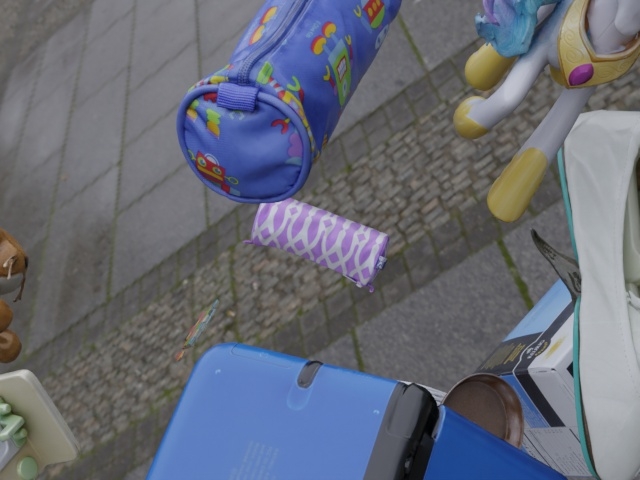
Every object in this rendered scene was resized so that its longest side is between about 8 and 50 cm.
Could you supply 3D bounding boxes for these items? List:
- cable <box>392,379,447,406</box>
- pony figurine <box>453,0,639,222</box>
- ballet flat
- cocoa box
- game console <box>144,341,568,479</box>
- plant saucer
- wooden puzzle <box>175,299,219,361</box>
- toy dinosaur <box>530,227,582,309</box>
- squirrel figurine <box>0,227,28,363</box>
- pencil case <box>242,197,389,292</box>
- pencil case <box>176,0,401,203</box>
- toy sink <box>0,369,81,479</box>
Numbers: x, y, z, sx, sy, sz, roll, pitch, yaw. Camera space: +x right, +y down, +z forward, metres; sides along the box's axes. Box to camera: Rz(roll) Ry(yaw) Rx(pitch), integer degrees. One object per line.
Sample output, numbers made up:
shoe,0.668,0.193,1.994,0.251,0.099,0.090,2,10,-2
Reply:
cable,0.252,0.423,2.245,0.257,0.257,0.089,-3,68,53
pony figurine,0.256,-0.222,0.740,0.351,0.302,0.363,-61,3,-26
ballet flat,0.322,0.047,0.894,0.139,0.139,0.400,-13,70,40
cocoa box,0.474,0.203,1.497,0.347,0.231,0.228,-40,7,-28
game console,0.006,0.247,0.578,0.250,0.173,0.293,9,65,27
plant saucer,0.226,0.277,1.289,0.168,0.168,0.029,-58,23,-17
wooden puzzle,-0.141,0.102,1.006,0.083,0.006,0.049,-59,13,-21
toy dinosaur,0.404,0.081,1.176,0.121,0.313,0.160,-21,40,44
squirrel figurine,-0.760,0.116,1.683,0.397,0.281,0.370,9,63,8
pencil case,0.000,0.000,1.267,0.086,0.206,0.088,-15,-53,-79
pencil case,-0.017,-0.171,0.788,0.119,0.133,0.306,9,46,18
toy sink,-0.477,0.292,1.204,0.234,0.153,0.131,-15,23,26
